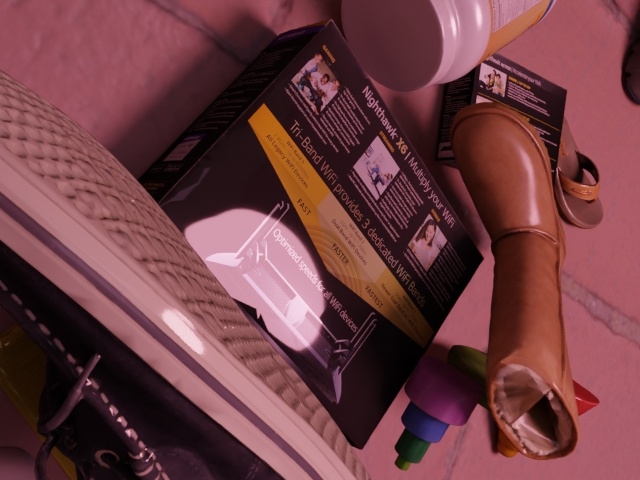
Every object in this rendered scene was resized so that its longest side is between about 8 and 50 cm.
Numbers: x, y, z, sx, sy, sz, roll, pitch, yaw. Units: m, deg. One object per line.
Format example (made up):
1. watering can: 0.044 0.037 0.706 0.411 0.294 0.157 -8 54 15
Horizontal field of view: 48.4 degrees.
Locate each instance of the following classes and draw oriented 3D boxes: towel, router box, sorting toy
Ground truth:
1. towel: -0.163 0.152 0.573 0.102 0.021 0.237 -40 116 -31
2. router box: 0.219 -0.138 0.843 0.179 0.046 0.133 13 85 -39
3. sorting toy: 0.184 0.199 0.787 0.366 0.127 0.126 12 109 -52
4. router box: 0.000 0.000 0.654 0.243 0.081 0.309 -51 121 -24

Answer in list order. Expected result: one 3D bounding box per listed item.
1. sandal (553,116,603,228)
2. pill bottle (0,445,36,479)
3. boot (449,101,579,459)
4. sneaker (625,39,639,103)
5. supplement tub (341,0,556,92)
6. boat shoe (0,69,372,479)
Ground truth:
1. sandal: 0.340 -0.088 0.942 0.072 0.049 0.180 -44 118 -28
2. pill bottle: -0.326 0.204 0.328 0.361 0.204 0.204 5 90 -39
3. boot: 0.185 0.025 0.673 0.236 0.089 0.269 53 34 -26
4. sneaker: 0.576 -0.345 1.057 0.125 0.140 0.340 33 71 -33
5. supplement tub: 0.131 -0.243 0.704 0.200 0.144 0.144 -37 115 -30
6. boat shoe: -0.113 0.098 0.467 0.156 0.187 0.500 -34 125 -2
